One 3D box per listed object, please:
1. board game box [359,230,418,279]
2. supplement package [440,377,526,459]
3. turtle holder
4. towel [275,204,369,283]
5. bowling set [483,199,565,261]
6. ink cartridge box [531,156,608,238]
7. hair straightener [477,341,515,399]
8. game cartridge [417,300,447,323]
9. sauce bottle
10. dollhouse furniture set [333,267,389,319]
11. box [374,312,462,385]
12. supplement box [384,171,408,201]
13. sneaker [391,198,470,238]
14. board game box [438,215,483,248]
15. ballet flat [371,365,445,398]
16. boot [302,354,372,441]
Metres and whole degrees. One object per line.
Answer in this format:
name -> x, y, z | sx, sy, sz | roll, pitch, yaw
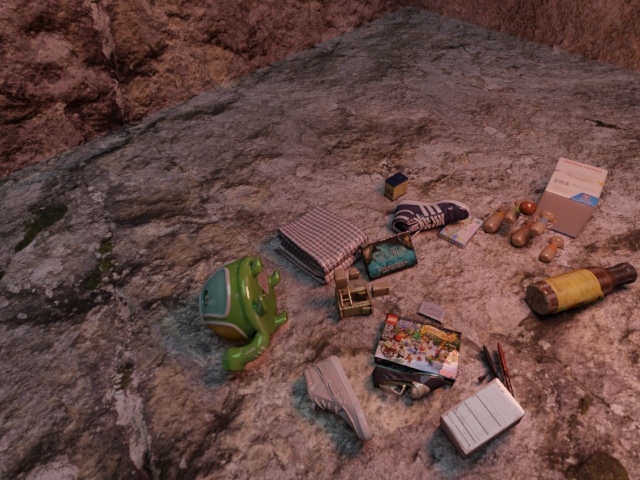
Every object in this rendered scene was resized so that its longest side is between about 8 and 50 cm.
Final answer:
board game box -> 0.241, 0.051, 1.431 | 0.186, 0.026, 0.126 | -18, 94, -11
supplement package -> 0.407, 0.454, 1.032 | 0.179, 0.105, 0.105 | -30, 53, -6
turtle holder -> -0.240, 0.218, 1.262 | 0.227, 0.243, 0.320 | -16, 87, 9
towel -> 0.000, 0.000, 1.485 | 0.283, 0.121, 0.235 | 34, 58, 30
bowling set -> 0.758, -0.078, 1.453 | 0.287, 0.200, 0.154 | 36, 58, 26
ink cartridge box -> 0.934, -0.165, 1.528 | 0.171, 0.168, 0.233 | 26, 55, 24
hair straightener -> 0.491, 0.403, 1.144 | 0.089, 0.047, 0.230 | -13, 52, 16
game cartridge -> 0.364, 0.231, 1.318 | 0.083, 0.017, 0.056 | 23, 57, 23
sauce bottle -> 0.838, 0.145, 1.294 | 0.344, 0.111, 0.111 | -14, 48, -7
dollhouse furniture set -> 0.141, 0.162, 1.299 | 0.182, 0.161, 0.101 | -10, 48, -3
box -> 0.294, 0.322, 1.221 | 0.233, 0.044, 0.159 | 13, 50, 15
supplement box -> 0.314, -0.224, 1.687 | 0.083, 0.083, 0.056 | -31, 53, -22
sneaker -> 0.404, -0.076, 1.519 | 0.282, 0.099, 0.153 | 5, 44, 30
board game box -> 0.535, -0.043, 1.545 | 0.103, 0.026, 0.154 | 31, 57, 29
ballet flat -> 0.242, 0.404, 1.136 | 0.203, 0.074, 0.074 | 5, 48, 17
boot -> 0.038, 0.445, 1.111 | 0.123, 0.095, 0.258 | -23, 42, -8
